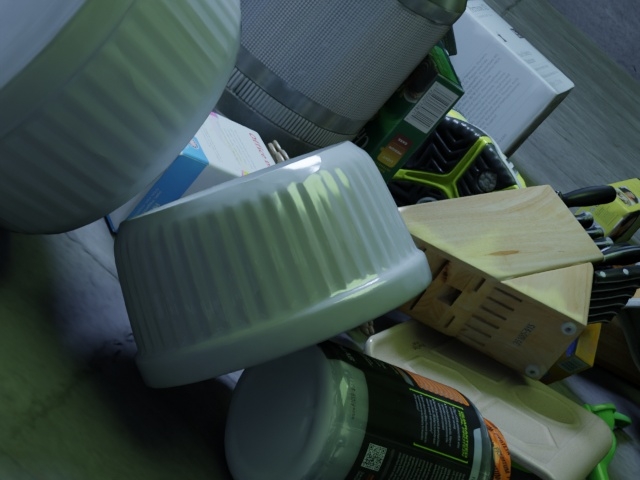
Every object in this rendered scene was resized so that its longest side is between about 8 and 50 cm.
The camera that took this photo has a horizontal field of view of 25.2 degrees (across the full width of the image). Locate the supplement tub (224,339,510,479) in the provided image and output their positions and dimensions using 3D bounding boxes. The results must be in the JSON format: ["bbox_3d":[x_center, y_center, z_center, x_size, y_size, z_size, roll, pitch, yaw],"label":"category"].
[{"bbox_3d":[0.037,0.143,0.989,0.190,0.117,0.117,25,27,-38],"label":"supplement tub"}]

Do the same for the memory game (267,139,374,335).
[{"bbox_3d":[0.000,0.000,1.223,0.186,0.012,0.186,63,-4,7],"label":"memory game"}]

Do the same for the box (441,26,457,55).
[{"bbox_3d":[0.071,-0.276,1.781,0.232,0.183,0.059,-84,163,-64],"label":"box"}]

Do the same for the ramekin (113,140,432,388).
[{"bbox_3d":[-0.039,0.011,0.954,0.109,0.207,0.207,70,21,-5],"label":"ramekin"}]

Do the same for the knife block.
[{"bbox_3d":[0.183,0.000,1.353,0.276,0.088,0.242,27,40,-8],"label":"knife block"}]

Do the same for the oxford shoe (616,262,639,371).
[{"bbox_3d":[0.453,0.199,1.553,0.449,0.130,0.169,58,-23,-8],"label":"oxford shoe"}]

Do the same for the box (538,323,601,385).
[{"bbox_3d":[0.253,0.079,1.456,0.028,0.081,0.136,32,53,-20],"label":"box"}]

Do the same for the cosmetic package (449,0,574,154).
[{"bbox_3d":[0.217,-0.210,1.930,0.184,0.151,0.151,44,20,6],"label":"cosmetic package"}]

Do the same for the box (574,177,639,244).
[{"bbox_3d":[0.420,-0.036,2.043,0.058,0.087,0.232,45,22,14],"label":"box"}]

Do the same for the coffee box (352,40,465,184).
[{"bbox_3d":[0.064,-0.116,1.444,0.040,0.184,0.113,29,26,-26],"label":"coffee box"}]

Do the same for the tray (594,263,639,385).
[{"bbox_3d":[0.342,0.076,1.707,0.411,0.076,0.203,26,26,-33],"label":"tray"}]

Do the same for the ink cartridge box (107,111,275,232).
[{"bbox_3d":[-0.099,-0.046,1.153,0.143,0.090,0.092,23,28,-43],"label":"ink cartridge box"}]

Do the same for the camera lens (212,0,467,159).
[{"bbox_3d":[-0.010,-0.214,1.376,0.219,0.274,0.219,35,22,-16],"label":"camera lens"}]

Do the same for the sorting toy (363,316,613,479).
[{"bbox_3d":[0.148,0.143,1.254,0.208,0.038,0.193,35,19,16],"label":"sorting toy"}]

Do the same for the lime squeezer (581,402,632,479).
[{"bbox_3d":[0.275,0.200,1.375,0.110,0.059,0.310,40,20,-5],"label":"lime squeezer"}]

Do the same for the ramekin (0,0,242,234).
[{"bbox_3d":[-0.173,-0.125,0.964,0.127,0.273,0.273,43,17,-34],"label":"ramekin"}]

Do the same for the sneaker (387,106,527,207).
[{"bbox_3d":[0.136,-0.087,1.570,0.147,0.145,0.384,7,42,-56],"label":"sneaker"}]
